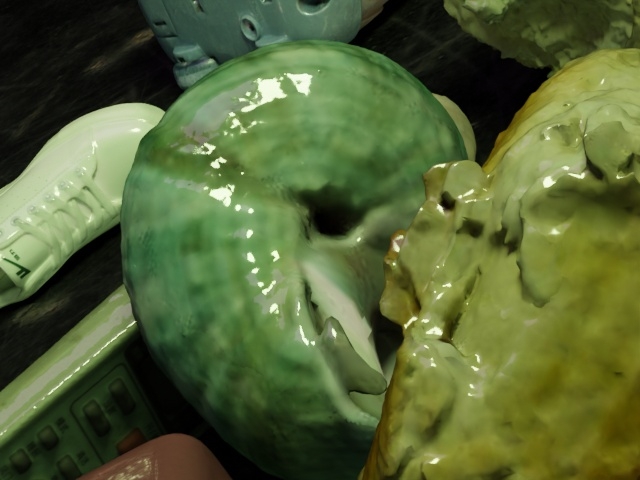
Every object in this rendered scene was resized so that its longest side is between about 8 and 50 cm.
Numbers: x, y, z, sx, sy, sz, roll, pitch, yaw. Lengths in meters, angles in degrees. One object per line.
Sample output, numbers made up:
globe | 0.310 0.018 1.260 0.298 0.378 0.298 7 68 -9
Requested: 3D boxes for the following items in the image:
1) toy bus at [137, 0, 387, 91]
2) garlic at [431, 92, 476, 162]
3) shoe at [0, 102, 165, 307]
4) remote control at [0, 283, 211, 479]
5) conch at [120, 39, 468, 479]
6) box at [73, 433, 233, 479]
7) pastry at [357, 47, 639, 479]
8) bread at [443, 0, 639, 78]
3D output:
toy bus | -0.038 -0.271 1.483 0.232 0.197 0.294 -35 21 -31
garlic | 0.038 -0.037 1.056 0.124 0.099 0.174 -5 35 13
shoe | -0.226 -0.009 1.323 0.265 0.095 0.110 -31 29 16
remote control | -0.154 0.130 0.925 0.285 0.123 0.038 -41 47 -21
conch | 0.000 0.000 0.870 0.195 0.220 0.277 -61 10 25
box | -0.113 0.219 0.631 0.294 0.193 0.167 -30 15 6
pastry | 0.087 0.046 0.642 0.236 0.121 0.257 1 -72 -79
bread | 0.189 -0.205 1.082 0.246 0.176 0.196 -42 37 -27
